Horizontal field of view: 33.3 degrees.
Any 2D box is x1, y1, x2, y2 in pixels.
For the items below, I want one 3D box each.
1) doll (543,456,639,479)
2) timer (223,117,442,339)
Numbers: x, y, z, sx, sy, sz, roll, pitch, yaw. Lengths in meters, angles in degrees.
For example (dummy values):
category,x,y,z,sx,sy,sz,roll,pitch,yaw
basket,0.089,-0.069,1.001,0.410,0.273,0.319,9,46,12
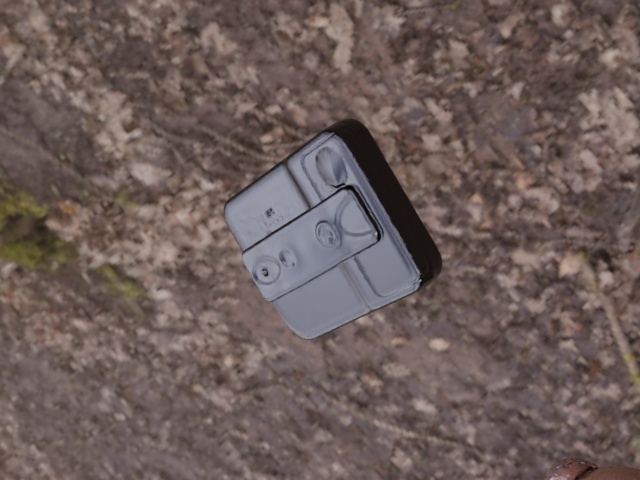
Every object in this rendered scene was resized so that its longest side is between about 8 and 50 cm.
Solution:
category,x,y,z,sx,sy,sz,roll,pitch,yaw
doll,0.345,0.242,0.906,0.156,0.303,0.201,40,-152,-68
timer,0.000,0.000,0.865,0.187,0.055,0.144,-31,90,50
